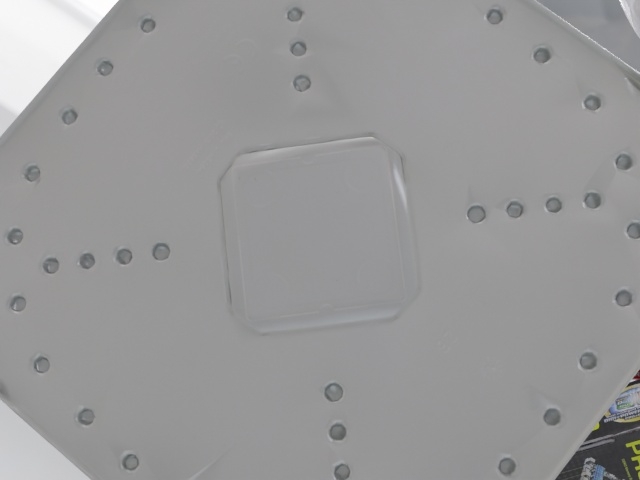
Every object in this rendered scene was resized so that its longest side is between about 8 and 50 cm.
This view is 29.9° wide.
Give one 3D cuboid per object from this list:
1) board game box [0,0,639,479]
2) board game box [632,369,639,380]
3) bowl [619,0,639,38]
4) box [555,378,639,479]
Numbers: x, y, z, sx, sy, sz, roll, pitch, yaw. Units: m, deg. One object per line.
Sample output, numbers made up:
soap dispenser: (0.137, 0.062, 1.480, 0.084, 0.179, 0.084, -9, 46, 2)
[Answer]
board game box: (0.000, 0.000, 0.735, 0.390, 0.390, 0.050, -51, 168, -6)
board game box: (0.212, 0.024, 0.910, 0.194, 0.060, 0.194, 3, -150, 26)
bowl: (0.375, -0.290, 1.269, 0.142, 0.053, 0.142, -35, -142, 26)
box: (0.183, 0.242, 0.815, 0.216, 0.270, 0.060, -20, -161, 16)
